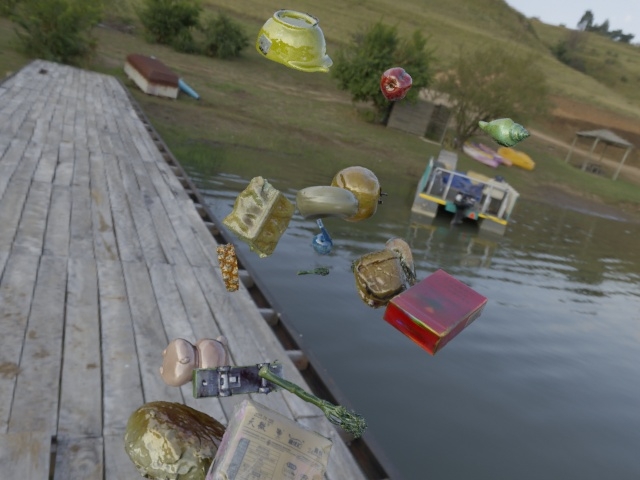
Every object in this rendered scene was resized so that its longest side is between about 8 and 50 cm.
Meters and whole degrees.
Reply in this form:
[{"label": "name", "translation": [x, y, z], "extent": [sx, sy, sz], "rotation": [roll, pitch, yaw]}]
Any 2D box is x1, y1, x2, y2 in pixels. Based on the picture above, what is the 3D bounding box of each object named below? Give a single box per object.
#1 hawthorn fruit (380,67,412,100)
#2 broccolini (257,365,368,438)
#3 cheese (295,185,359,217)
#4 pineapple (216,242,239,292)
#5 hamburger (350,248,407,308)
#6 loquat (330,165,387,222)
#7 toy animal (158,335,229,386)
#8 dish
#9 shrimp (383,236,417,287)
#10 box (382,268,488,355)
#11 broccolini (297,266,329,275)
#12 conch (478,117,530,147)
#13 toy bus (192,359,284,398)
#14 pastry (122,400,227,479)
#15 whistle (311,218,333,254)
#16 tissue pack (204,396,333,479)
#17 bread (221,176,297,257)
[{"label": "hawthorn fruit", "translation": [0.201, -0.420, 1.266], "extent": [0.093, 0.093, 0.093], "rotation": [14, 18, -5]}, {"label": "broccolini", "translation": [-0.017, 0.504, 1.488], "extent": [0.392, 0.074, 0.079], "rotation": [31, 22, -9]}, {"label": "cheese", "translation": [0.024, -0.118, 1.513], "extent": [0.203, 0.091, 0.175], "rotation": [1, -8, 6]}, {"label": "pineapple", "translation": [-0.362, 0.080, 1.843], "extent": [0.080, 0.135, 0.233], "rotation": [-15, 48, -9]}, {"label": "hamburger", "translation": [0.218, 0.135, 1.695], "extent": [0.183, 0.206, 0.130], "rotation": [-14, -12, -7]}, {"label": "loquat", "translation": [0.132, -0.168, 1.712], "extent": [0.213, 0.213, 0.213], "rotation": [14, 18, -5]}, {"label": "toy animal", "translation": [-0.470, 0.455, 1.761], "extent": [0.230, 0.210, 0.221], "rotation": [-7, -22, 15]}, {"label": "dish", "translation": [-0.053, -0.431, 0.991], "extent": [0.208, 0.080, 0.149], "rotation": [36, 48, 24]}, {"label": "shrimp", "translation": [0.320, 0.110, 1.869], "extent": [0.144, 0.251, 0.052], "rotation": [-22, -1, -26]}, {"label": "box", "translation": [0.374, 0.221, 1.519], "extent": [0.197, 0.089, 0.313], "rotation": [36, 37, 30]}, {"label": "broccolini", "translation": [-0.029, 0.117, 1.708], "extent": [0.140, 0.035, 0.030], "rotation": [-3, 60, -36]}, {"label": "conch", "translation": [0.570, -0.333, 1.461], "extent": [0.095, 0.079, 0.201], "rotation": [52, 2, -18]}, {"label": "toy bus", "translation": [-0.280, 0.469, 1.585], "extent": [0.302, 0.113, 0.139], "rotation": [4, -16, -28]}, {"label": "pastry", "translation": [-0.372, 0.537, 1.256], "extent": [0.330, 0.136, 0.329], "rotation": [29, -5, 3]}, {"label": "whistle", "translation": [0.000, 0.000, 1.807], "extent": [0.090, 0.090, 0.158], "rotation": [38, -16, 50]}, {"label": "tissue pack", "translation": [-0.114, 0.524, 1.108], "extent": [0.257, 0.123, 0.215], "rotation": [33, 55, -17]}, {"label": "bread", "translation": [-0.236, -0.094, 1.836], "extent": [0.196, 0.252, 0.238], "rotation": [29, -12, 42]}]
